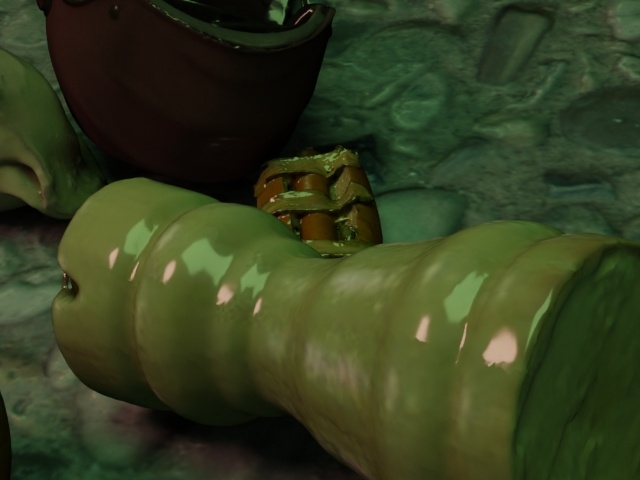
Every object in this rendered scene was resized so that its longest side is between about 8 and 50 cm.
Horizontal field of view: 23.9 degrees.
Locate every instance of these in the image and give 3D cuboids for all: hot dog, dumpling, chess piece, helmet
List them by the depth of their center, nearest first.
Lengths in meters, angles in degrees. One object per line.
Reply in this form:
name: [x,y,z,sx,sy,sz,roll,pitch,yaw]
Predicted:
chess piece: [0.012,0.077,1.072,0.442,0.234,0.234,11,40,38]
hot dog: [0.000,0.000,1.318,0.109,0.072,0.269,-9,37,0]
dumpling: [-0.306,-0.108,1.448,0.258,0.147,0.193,40,17,16]
helmet: [-0.139,-0.176,1.454,0.271,0.197,0.338,-1,25,-32]

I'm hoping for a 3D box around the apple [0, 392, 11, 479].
apple: [-0.342,0.146,1.052,0.246,0.226,0.246,-4,35,3]
